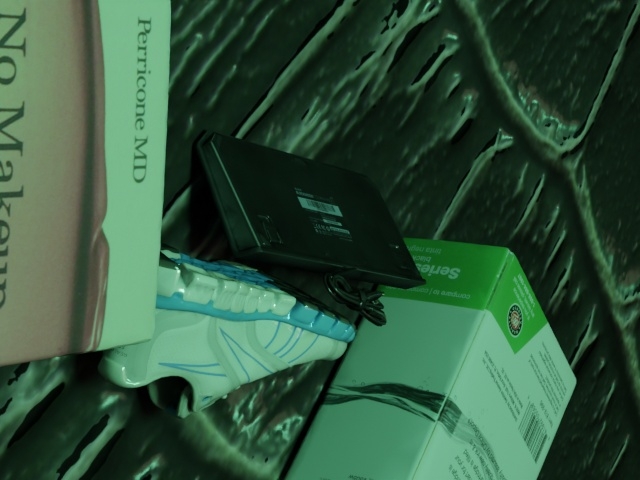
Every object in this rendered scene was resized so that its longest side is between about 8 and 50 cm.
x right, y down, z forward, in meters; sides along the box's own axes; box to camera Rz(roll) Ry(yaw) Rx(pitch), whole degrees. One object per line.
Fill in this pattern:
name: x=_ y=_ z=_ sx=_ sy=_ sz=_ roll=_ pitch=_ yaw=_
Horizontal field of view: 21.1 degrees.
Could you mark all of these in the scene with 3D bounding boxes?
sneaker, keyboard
sneaker: x=-0.054 y=0.054 z=0.901 sx=0.190 sy=0.071 sz=0.083 roll=16 pitch=97 yaw=-55
keyboard: x=0.000 y=0.000 z=0.962 sx=0.180 sy=0.023 sz=0.108 roll=11 pitch=48 yaw=-57

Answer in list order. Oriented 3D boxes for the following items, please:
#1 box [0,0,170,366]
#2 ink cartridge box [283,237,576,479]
box: x=-0.175 y=-0.029 z=0.626 sx=0.232 sy=0.126 sz=0.149 roll=-7 pitch=102 yaw=-56
ink cartridge box: x=0.070 y=0.126 z=1.072 sx=0.208 sy=0.087 sz=0.153 roll=-63 pitch=143 yaw=-29
